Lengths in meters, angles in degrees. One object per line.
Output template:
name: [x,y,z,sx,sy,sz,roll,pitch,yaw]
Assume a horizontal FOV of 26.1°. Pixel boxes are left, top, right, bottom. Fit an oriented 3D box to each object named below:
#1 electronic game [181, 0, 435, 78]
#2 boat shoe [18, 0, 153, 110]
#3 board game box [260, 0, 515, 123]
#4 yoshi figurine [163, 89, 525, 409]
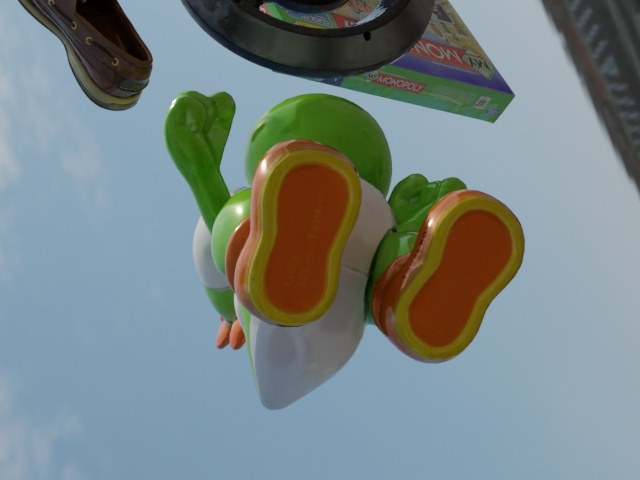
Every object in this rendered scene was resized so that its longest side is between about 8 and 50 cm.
electronic game: [-0.014,-0.228,1.174,0.048,0.229,0.229,111,156,-54]
boat shoe: [-0.187,-0.188,1.085,0.064,0.060,0.178,-27,-101,-45]
board game box: [0.042,-0.234,1.460,0.317,0.046,0.213,8,-138,-41]
yoshi figurine: [0.001,-0.028,0.919,0.204,0.203,0.362,66,168,-8]
